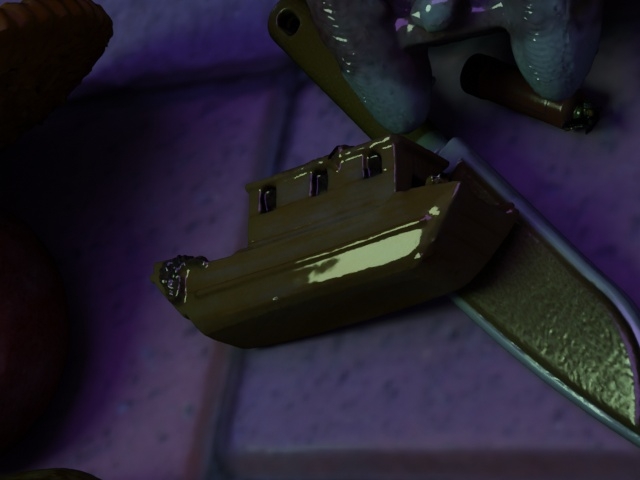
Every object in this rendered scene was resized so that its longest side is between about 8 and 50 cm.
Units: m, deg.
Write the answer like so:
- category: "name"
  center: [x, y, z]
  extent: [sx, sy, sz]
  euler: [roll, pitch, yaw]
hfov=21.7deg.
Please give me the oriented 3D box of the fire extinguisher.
- category: "fire extinguisher"
  center: [0.105, -0.070, 0.822]
  extent: [0.028, 0.022, 0.083]
  euler: [-29, 41, -35]

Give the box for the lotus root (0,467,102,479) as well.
- category: "lotus root"
  center: [-0.158, 0.158, 0.810]
  extent: [0.179, 0.080, 0.089]
  euler: [-13, 57, 26]

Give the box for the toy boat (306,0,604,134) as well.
- category: "toy boat"
  center: [0.043, -0.163, 0.762]
  extent: [0.155, 0.085, 0.227]
  euler: [-9, 100, 29]

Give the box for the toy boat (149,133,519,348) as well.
- category: "toy boat"
  center: [0.000, 0.000, 0.811]
  extent: [0.200, 0.057, 0.077]
  euler: [-19, 63, 36]

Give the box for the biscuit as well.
- category: "biscuit"
  center: [-0.216, -0.052, 0.890]
  extent: [0.254, 0.254, 0.035]
  euler: [-35, 88, 9]

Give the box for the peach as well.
- category: "peach"
  center: [-0.201, 0.047, 0.881]
  extent: [0.152, 0.152, 0.152]
  euler: [-15, 56, 23]

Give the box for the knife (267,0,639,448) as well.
- category: "knife"
  center: [0.062, -0.016, 0.816]
  extent: [0.061, 0.027, 0.343]
  euler: [-54, 50, 14]
